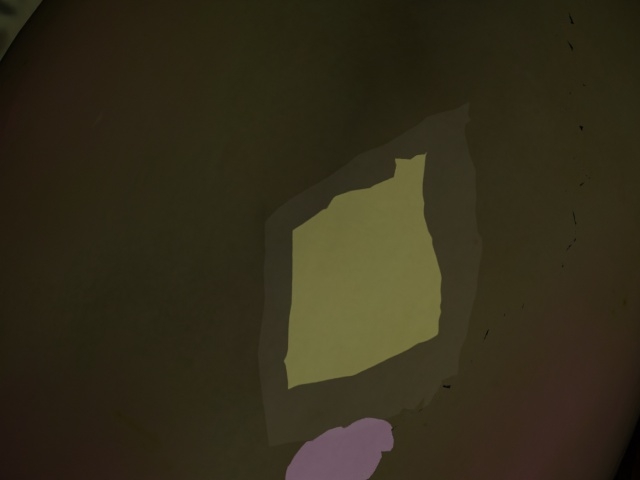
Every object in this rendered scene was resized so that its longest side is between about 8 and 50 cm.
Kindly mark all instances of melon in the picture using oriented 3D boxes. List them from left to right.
[{"bbox_3d":[0.000,0.000,0.508,0.223,0.223,0.317,34,53,-7],"label":"melon"}]

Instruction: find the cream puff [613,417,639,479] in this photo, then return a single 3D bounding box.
[{"bbox_3d":[0.148,0.105,0.570,0.183,0.169,0.183,6,77,-29],"label":"cream puff"}]
